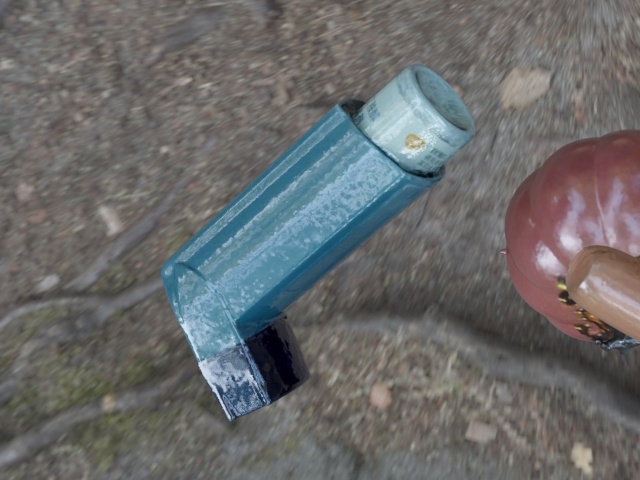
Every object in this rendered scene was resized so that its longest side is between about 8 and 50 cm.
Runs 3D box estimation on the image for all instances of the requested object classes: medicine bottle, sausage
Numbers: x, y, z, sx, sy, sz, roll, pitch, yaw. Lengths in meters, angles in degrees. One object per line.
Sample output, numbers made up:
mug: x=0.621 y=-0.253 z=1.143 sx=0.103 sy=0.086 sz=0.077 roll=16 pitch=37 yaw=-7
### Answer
medicine bottle: x=0.000 y=0.000 z=1.164 sx=0.258 sy=0.079 sz=0.124 roll=-44 pitch=82 yaw=23
sausage: x=0.152 y=0.031 z=0.815 sx=0.083 sy=0.034 sz=0.034 roll=28 pitch=103 yaw=-6

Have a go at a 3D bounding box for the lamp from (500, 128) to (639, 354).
lamp: x=0.219 y=0.007 z=1.255 sx=0.182 sy=0.140 sz=0.182 roll=3 pitch=140 yaw=3
